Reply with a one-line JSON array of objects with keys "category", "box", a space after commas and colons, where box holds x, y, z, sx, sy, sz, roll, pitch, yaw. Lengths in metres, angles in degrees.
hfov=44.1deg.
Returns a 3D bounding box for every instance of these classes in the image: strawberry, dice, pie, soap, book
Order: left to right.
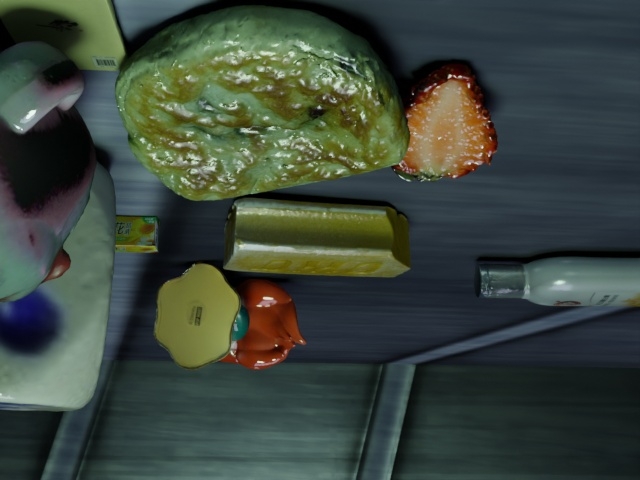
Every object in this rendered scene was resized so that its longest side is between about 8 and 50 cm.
[{"category": "dice", "box": [-0.348, 0.037, 0.791, 0.251, 0.259, 0.243, 8, 162, -22]}, {"category": "book", "box": [-0.179, -0.150, 0.552, 0.077, 0.014, 0.111, 1, 166, -5]}, {"category": "pie", "box": [-0.044, -0.094, 0.625, 0.241, 0.054, 0.240, 2, 154, 1]}, {"category": "soap", "box": [0.000, 0.000, 0.987, 0.232, 0.073, 0.140, 3, 169, -13]}, {"category": "strawberry", "box": [0.103, -0.100, 0.674, 0.104, 0.048, 0.152, 8, 149, 0]}]

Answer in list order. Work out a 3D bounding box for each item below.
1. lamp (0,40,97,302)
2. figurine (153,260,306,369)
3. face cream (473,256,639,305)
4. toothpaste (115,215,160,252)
[{"category": "lamp", "box": [-0.314, -0.028, 0.552, 0.247, 0.301, 0.247, 48, 152, -5]}, {"category": "figurine", "box": [-0.143, 0.143, 1.348, 0.208, 0.181, 0.257, -34, 163, 12]}, {"category": "face cream", "box": [0.384, 0.063, 1.206, 0.291, 0.071, 0.144, 2, 165, -2]}, {"category": "toothpaste", "box": [-0.299, -0.008, 1.024, 0.179, 0.043, 0.037, 1, 164, -2]}]
